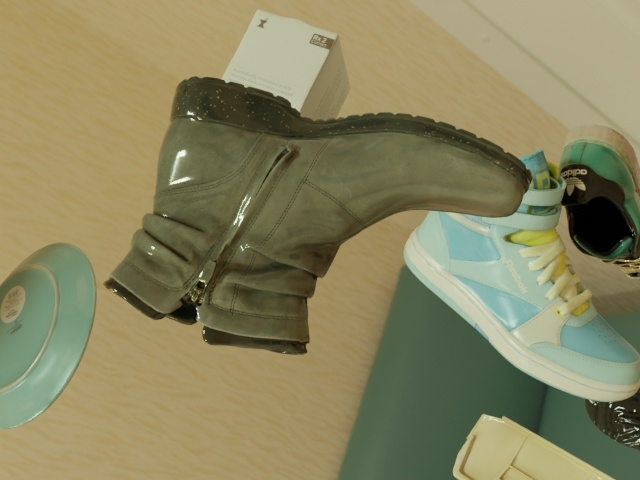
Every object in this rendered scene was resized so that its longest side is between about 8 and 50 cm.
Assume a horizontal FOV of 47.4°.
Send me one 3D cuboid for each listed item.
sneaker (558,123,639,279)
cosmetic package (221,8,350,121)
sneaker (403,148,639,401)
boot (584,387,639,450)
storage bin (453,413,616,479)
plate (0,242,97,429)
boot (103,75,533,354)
[{"bbox_3d":[0.385,-0.007,0.938,0.108,0.302,0.121,-7,48,49],"label":"sneaker"},{"bbox_3d":[-0.053,-0.262,1.237,0.151,0.151,0.183,-66,-16,-12],"label":"cosmetic package"},{"bbox_3d":[0.252,0.021,0.824,0.127,0.319,0.208,-22,-38,-48],"label":"sneaker"},{"bbox_3d":[0.507,0.231,0.997,0.246,0.207,0.094,6,92,30],"label":"boot"},{"bbox_3d":[0.364,0.415,1.124,0.260,0.262,0.123,25,72,45],"label":"storage bin"},{"bbox_3d":[-0.289,0.086,0.706,0.188,0.024,0.188,-17,60,31],"label":"plate"},{"bbox_3d":[0.000,0.000,0.465,0.083,0.247,0.161,87,-165,-76],"label":"boot"}]
